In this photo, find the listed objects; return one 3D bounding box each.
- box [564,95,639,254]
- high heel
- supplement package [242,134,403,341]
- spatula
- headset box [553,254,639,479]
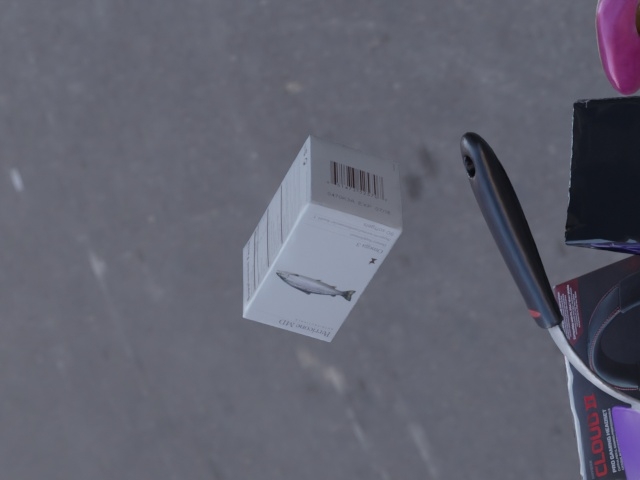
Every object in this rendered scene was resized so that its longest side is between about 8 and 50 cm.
[{"bbox_3d":[0.314,-0.031,1.177,0.184,0.261,0.103,3,87,52],"label":"box"},{"bbox_3d":[0.308,-0.222,1.560,0.117,0.082,0.244,23,124,30],"label":"high heel"},{"bbox_3d":[0.000,0.000,1.873,0.105,0.105,0.179,-92,24,-46],"label":"supplement package"},{"bbox_3d":[0.155,0.064,1.091,0.296,0.030,0.084,58,167,-15],"label":"spatula"},{"bbox_3d":[0.350,0.117,1.706,0.293,0.110,0.218,-24,62,42],"label":"headset box"}]
